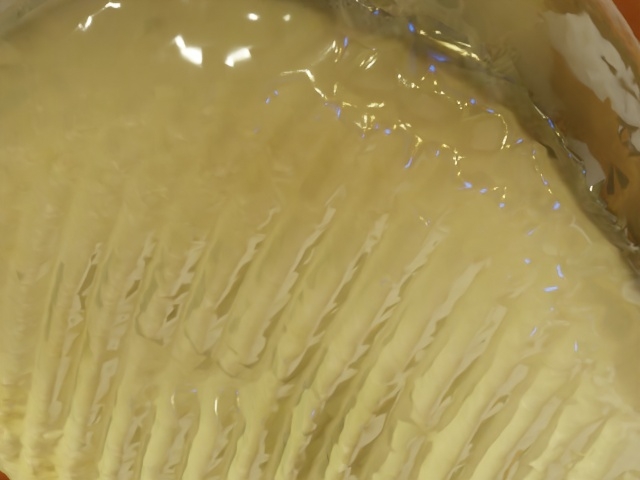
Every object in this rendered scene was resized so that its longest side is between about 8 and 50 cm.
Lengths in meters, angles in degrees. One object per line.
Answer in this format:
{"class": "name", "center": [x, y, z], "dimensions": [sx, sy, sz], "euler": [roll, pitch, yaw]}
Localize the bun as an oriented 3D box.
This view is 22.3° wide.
{"class": "bun", "center": [0.000, 0.000, 0.510], "dimensions": [0.287, 0.287, 0.146], "euler": [-47, 12, 42]}
